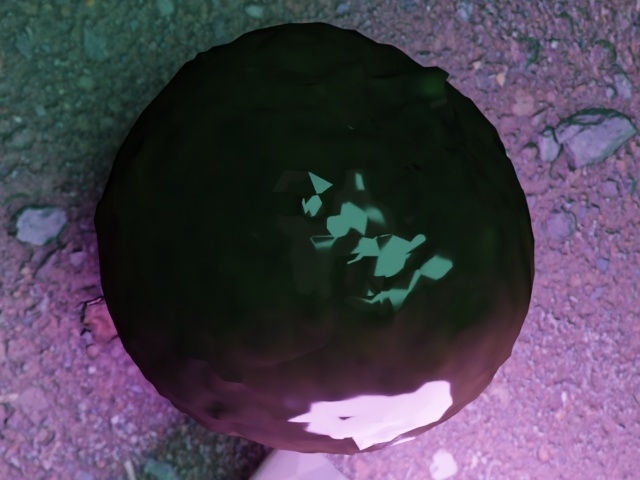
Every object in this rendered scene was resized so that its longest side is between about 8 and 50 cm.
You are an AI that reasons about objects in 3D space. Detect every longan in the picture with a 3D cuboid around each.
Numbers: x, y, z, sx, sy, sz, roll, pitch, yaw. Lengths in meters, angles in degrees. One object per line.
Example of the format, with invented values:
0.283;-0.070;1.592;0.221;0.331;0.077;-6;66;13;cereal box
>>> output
0.000;0.000;1.690;0.391;0.391;0.391;3;83;-28;longan

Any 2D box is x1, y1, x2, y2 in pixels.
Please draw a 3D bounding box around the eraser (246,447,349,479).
-0.084;0.386;1.769;0.213;0.082;0.397;45;66;-16;eraser
